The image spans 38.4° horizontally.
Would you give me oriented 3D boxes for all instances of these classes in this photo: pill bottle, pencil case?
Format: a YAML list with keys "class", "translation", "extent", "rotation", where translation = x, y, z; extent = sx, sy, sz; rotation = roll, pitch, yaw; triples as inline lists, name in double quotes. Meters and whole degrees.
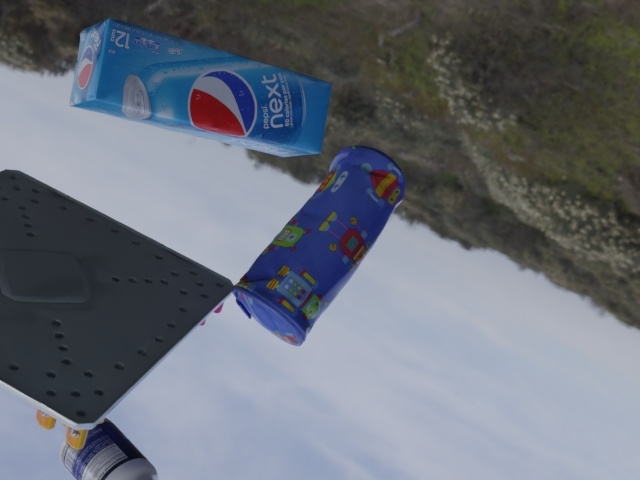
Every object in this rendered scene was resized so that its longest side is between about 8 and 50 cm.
- class: "pill bottle"
  translation: [-0.289, 0.333, 1.303]
  extent: [0.169, 0.094, 0.094]
  rotation: [34, -170, 38]
- class: "pencil case"
  translation: [0.000, 0.000, 1.291]
  extent: [0.133, 0.306, 0.119]
  rotation: [12, 147, 43]

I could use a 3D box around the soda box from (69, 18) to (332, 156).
- class: "soda box"
  translation: [-0.099, -0.125, 0.784]
  extent: [0.210, 0.067, 0.071]
  rotation: [10, 178, -32]

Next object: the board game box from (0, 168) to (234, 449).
- class: "board game box"
  translation: [-0.358, 0.063, 1.172]
  extent: [0.389, 0.050, 0.390]
  rotation: [26, -153, 9]
